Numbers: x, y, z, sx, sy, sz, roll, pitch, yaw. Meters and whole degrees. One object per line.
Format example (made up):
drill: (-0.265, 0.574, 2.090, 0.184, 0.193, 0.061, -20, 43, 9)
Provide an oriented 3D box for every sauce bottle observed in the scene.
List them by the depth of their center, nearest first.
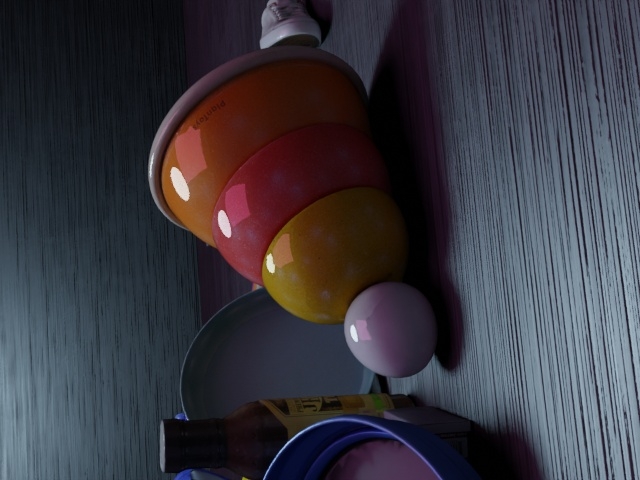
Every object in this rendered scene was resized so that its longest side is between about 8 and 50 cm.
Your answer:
sauce bottle: (-0.040, 0.266, 1.349, 0.111, 0.344, 0.111, 180, 90, -75)

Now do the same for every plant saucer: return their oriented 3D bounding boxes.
plant saucer: (-0.062, 0.206, 1.571, 0.043, 0.318, 0.317, 66, -173, -49)

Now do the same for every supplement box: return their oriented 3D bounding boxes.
supplement box: (0.132, 0.330, 1.219, 0.130, 0.073, 0.239, 175, 93, -76)

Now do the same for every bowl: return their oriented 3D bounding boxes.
bowl: (0.070, 0.392, 1.143, 0.391, 0.077, 0.391, 1, 91, 48)

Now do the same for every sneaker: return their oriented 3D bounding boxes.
sneaker: (-0.067, -0.405, 1.857, 0.290, 0.106, 0.123, -159, 65, -77)

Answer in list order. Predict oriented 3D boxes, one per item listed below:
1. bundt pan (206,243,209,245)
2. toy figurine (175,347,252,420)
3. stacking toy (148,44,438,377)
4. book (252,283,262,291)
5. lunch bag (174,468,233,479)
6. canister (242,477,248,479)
bundt pan: (-0.234, -0.151, 2.569, 0.331, 0.124, 0.330, 178, 90, -77)
toy figurine: (-0.151, 0.289, 1.808, 0.362, 0.217, 0.191, 57, -161, -57)
stacking toy: (0.000, 0.000, 1.367, 0.480, 0.351, 0.350, 58, 151, 34)
book: (-0.149, 0.104, 2.454, 0.096, 0.035, 0.144, -103, 17, -49)
lunch bag: (-0.153, 0.654, 1.947, 0.385, 0.239, 0.328, 61, 175, -20)
canister: (-0.045, 0.455, 1.769, 0.073, 0.170, 0.126, 41, -144, -56)
